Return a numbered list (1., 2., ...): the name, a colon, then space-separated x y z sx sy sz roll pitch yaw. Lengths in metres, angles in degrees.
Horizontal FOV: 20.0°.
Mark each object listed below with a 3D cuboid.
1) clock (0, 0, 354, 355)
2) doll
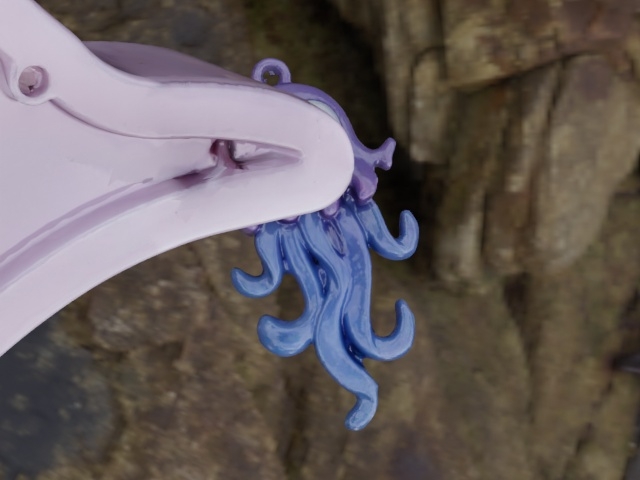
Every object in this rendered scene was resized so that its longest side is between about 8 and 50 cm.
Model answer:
1. clock: -0.135 0.004 0.488 0.290 0.080 0.275 -10 111 -25
2. doll: 0.000 0.000 0.972 0.110 0.067 0.206 -17 88 -7
